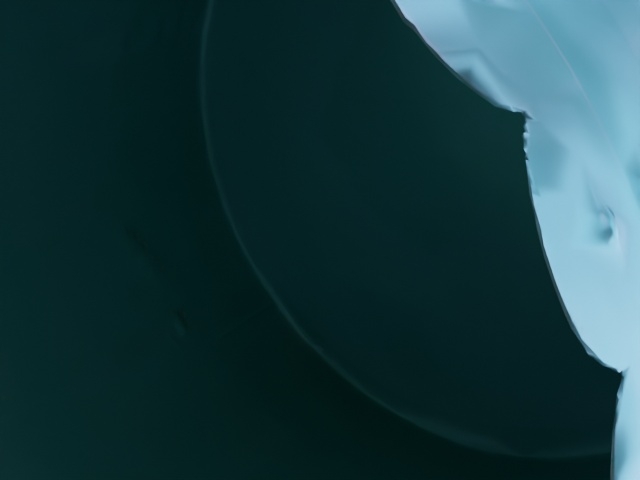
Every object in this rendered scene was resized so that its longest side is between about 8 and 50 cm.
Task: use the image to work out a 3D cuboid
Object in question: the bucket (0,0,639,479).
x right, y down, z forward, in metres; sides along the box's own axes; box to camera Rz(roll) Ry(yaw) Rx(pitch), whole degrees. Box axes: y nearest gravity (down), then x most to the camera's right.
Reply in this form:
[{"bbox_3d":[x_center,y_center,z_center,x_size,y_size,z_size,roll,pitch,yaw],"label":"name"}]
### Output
[{"bbox_3d":[0.000,0.000,0.454,0.281,0.183,0.281,15,-62,32],"label":"bucket"}]
